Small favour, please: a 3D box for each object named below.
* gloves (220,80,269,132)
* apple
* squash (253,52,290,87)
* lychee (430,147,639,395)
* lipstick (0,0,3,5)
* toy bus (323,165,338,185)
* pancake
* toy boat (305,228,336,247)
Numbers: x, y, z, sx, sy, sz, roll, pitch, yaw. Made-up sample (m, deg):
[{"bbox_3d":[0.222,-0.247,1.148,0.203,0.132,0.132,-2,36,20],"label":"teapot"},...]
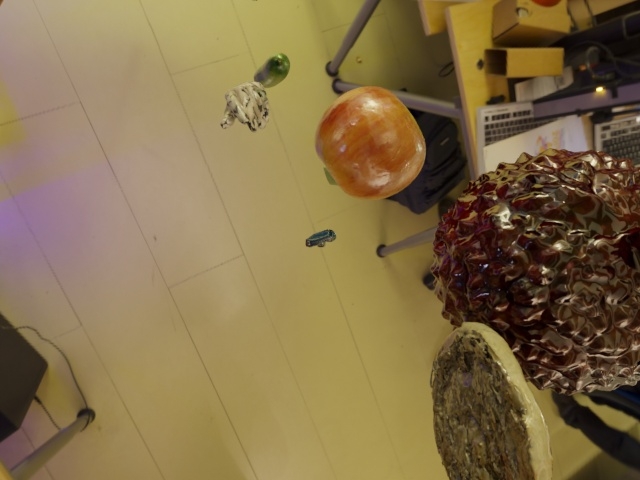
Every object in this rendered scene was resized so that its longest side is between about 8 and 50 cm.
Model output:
[{"bbox_3d":[-0.201,-0.360,1.190,0.127,0.212,0.111,-3,116,-8],"label":"gloves"},{"bbox_3d":[0.118,-0.235,1.108,0.233,0.286,0.286,-35,110,8],"label":"apple"},{"bbox_3d":[-0.157,-0.554,1.474,0.082,0.292,0.082,-3,99,-20],"label":"squash"},{"bbox_3d":[0.411,0.044,0.755,0.424,0.500,0.425,2,81,-15],"label":"lychee"},{"bbox_3d":[-0.394,-0.392,0.559,0.073,0.073,0.280,27,88,-24],"label":"lipstick"},{"bbox_3d":[0.102,-0.243,1.607,0.101,0.175,0.088,-37,122,-28],"label":"toy bus"},{"bbox_3d":[0.195,0.227,0.549,0.049,0.282,0.282,-1,97,-6],"label":"pancake"},{"bbox_3d":[0.000,0.000,1.057,0.083,0.038,0.038,-17,108,24],"label":"toy boat"}]
